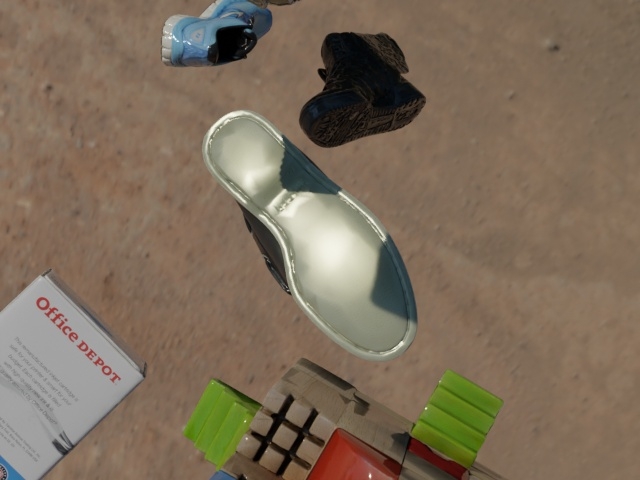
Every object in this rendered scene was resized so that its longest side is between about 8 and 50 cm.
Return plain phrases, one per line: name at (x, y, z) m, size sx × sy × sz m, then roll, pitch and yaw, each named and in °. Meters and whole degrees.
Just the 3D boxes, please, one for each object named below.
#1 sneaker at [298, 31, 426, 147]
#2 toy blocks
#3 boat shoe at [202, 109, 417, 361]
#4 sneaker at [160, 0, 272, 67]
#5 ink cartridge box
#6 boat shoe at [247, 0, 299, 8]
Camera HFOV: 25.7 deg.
sneaker at (0.021, -0.125, 1.101) m, size 0.170 × 0.051 × 0.089 m, roll -14°, pitch 59°, yaw -50°
toy blocks at (0.070, 0.205, 0.889) m, size 0.381 × 0.261 × 0.190 m, roll 30°, pitch 97°, yaw 4°
boat shoe at (-0.004, 0.002, 1.558) m, size 0.127 × 0.113 × 0.340 m, roll -44°, pitch 70°, yaw -1°
sneaker at (-0.089, -0.199, 1.392) m, size 0.073 × 0.063 × 0.162 m, roll 16°, pitch 28°, yaw 24°
ink cartridge box at (-0.279, 0.141, 1.330) m, size 0.191 × 0.082 × 0.139 m, roll -44°, pitch 96°, yaw -1°
boat shoe at (-0.144, -0.243, 1.011) m, size 0.302 × 0.109 × 0.094 m, roll 30°, pitch 84°, yaw -17°
